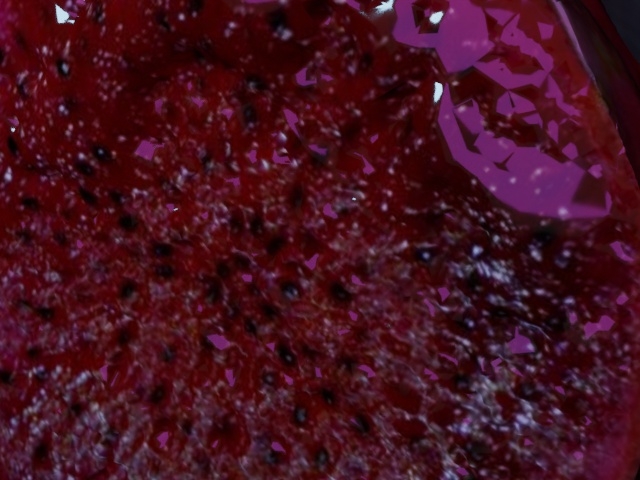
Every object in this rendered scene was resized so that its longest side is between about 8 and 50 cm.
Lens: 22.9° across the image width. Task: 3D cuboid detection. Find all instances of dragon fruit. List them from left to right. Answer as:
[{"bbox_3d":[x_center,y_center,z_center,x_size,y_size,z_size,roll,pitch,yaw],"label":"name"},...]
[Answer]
[{"bbox_3d":[0.000,0.000,0.733,0.386,0.249,0.370,-1,101,26],"label":"dragon fruit"}]
